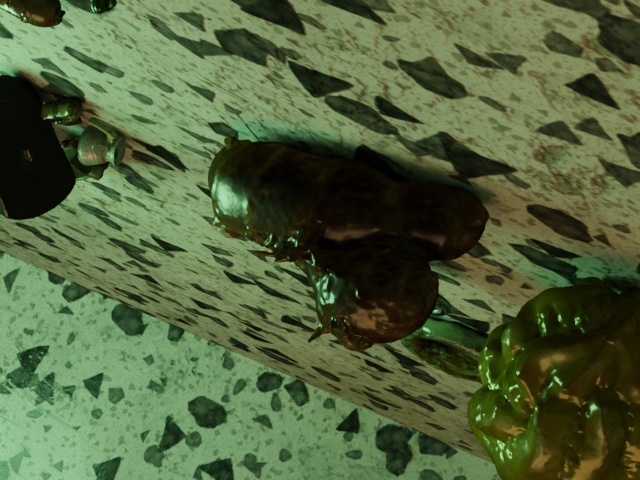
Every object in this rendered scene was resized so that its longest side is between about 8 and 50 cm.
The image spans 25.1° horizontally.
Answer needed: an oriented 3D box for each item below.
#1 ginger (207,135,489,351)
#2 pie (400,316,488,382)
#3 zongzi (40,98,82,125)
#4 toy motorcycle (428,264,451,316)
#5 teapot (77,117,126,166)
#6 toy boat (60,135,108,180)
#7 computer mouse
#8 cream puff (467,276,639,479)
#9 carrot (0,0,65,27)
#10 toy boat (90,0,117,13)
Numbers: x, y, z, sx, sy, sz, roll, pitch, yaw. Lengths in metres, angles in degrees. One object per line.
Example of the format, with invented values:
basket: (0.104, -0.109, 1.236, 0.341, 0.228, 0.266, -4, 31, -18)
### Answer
ginger: (0.000, 0.000, 1.864, 0.418, 0.254, 0.176, 22, 173, 31)
pie: (0.245, 0.198, 2.563, 0.240, 0.054, 0.240, 22, 164, 7)
zongzi: (-0.372, -0.189, 2.184, 0.076, 0.040, 0.083, 2, 167, 42)
toy motorcycle: (0.061, 0.031, 2.130, 0.315, 0.113, 0.169, 25, 162, -4)
teapot: (-0.339, -0.151, 2.235, 0.064, 0.064, 0.083, 14, 133, 10)
toy boat: (-0.393, -0.129, 2.360, 0.089, 0.071, 0.185, 30, 165, -28)
computer mouse: (-0.481, -0.154, 2.235, 0.086, 0.137, 0.270, 44, 158, 42)
cream puff: (0.339, 0.166, 1.885, 0.291, 0.324, 0.257, 3, 124, 16)
carrot: (-0.426, -0.324, 1.763, 0.254, 0.049, 0.049, 26, 167, 10)
toy boat: (-0.259, -0.315, 1.403, 0.089, 0.088, 0.229, 12, 162, 37)
